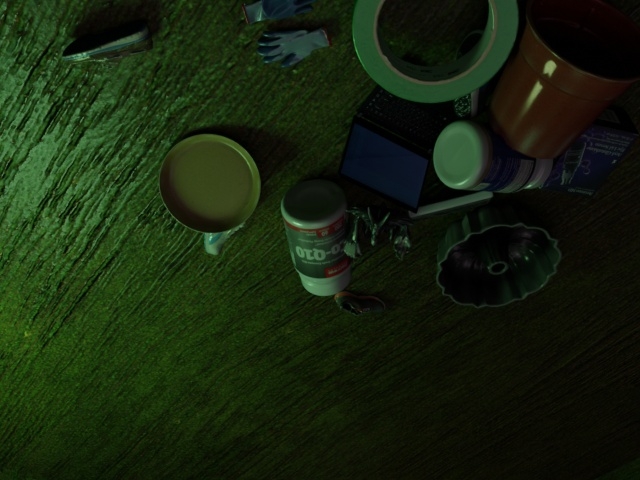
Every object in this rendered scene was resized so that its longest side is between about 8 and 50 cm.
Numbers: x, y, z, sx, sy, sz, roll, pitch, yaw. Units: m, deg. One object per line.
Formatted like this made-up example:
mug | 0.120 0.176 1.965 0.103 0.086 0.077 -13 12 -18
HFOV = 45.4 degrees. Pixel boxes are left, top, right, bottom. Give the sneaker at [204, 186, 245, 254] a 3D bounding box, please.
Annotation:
sneaker | -0.232 -0.046 1.891 0.092 0.087 0.229 12 133 -8

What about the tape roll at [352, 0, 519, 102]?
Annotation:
tape roll | 0.223 -0.432 1.508 0.321 0.077 0.321 2 126 2

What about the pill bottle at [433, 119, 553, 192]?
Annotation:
pill bottle | 0.397 -0.185 1.736 0.264 0.153 0.153 1 140 -38

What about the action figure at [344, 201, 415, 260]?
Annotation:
action figure | 0.145 -0.021 1.827 0.164 0.141 0.275 7 -178 10

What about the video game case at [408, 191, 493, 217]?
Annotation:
video game case | 0.319 -0.085 1.888 0.201 0.023 0.183 -14 175 8

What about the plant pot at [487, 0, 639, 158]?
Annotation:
plant pot | 0.488 -0.327 1.580 0.272 0.272 0.265 7 142 -14

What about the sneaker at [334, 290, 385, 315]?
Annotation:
sneaker | 0.114 0.195 2.199 0.158 0.065 0.061 12 133 -18

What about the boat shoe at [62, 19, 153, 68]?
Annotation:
boat shoe | -0.425 -0.380 1.540 0.183 0.066 0.066 -13 137 7

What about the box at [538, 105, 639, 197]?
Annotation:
box | 0.613 -0.216 1.802 0.153 0.108 0.207 7 134 -15

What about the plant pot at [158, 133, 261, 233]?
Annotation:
plant pot | -0.255 -0.133 1.779 0.236 0.032 0.236 0 107 1

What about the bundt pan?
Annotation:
bundt pan | 0.459 0.029 2.027 0.330 0.124 0.331 -3 136 -3

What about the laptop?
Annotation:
laptop | 0.198 -0.228 1.720 0.234 0.137 0.264 22 129 -27

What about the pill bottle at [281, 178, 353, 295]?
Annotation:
pill bottle | 0.000 0.000 1.915 0.161 0.161 0.283 -8 136 2

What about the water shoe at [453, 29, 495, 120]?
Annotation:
water shoe | 0.337 -0.363 1.659 0.080 0.073 0.203 -26 136 -37

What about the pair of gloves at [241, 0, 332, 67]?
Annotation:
pair of gloves | -0.068 -0.442 1.550 0.159 0.023 0.198 -15 136 7
